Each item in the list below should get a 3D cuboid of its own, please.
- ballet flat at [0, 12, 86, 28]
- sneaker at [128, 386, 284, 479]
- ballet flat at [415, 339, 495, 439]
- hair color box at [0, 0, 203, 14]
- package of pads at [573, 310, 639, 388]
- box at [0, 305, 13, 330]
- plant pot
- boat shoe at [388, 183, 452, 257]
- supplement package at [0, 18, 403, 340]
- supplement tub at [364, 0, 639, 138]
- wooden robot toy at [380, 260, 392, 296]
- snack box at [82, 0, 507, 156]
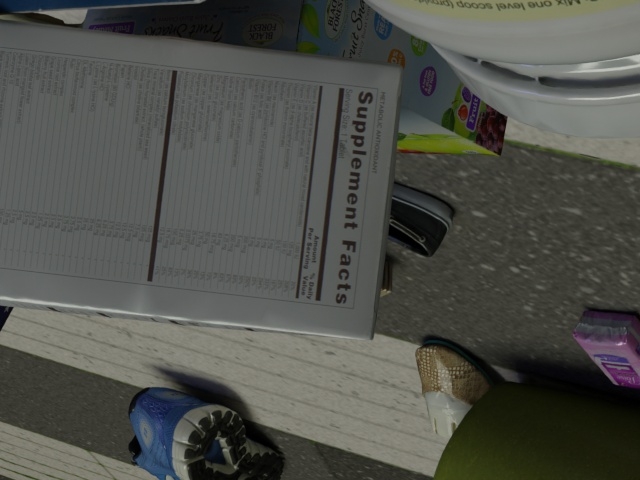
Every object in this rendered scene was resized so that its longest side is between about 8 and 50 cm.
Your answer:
[{"bbox_3d":[-0.129,-0.134,0.966,0.086,0.086,0.248,2,-171,42],"label":"ballet flat"},{"bbox_3d":[-0.151,0.269,1.905,0.147,0.130,0.330,29,158,28],"label":"sneaker"},{"bbox_3d":[0.143,0.171,1.440,0.073,0.067,0.206,4,150,39],"label":"ballet flat"},{"bbox_3d":[-0.144,-0.184,0.786,0.347,0.174,0.105,4,114,39],"label":"hair color box"},{"bbox_3d":[0.243,0.088,1.210,0.050,0.032,0.083,7,152,41],"label":"package of pads"},{"bbox_3d":[-0.377,0.040,1.478,0.108,0.207,0.153,18,156,15],"label":"box"},{"bbox_3d":[0.252,0.253,1.315,0.293,0.275,0.275,30,162,27],"label":"plant pot"},{"bbox_3d":[0.030,-0.027,1.155,0.142,0.040,0.049,18,157,13],"label":"boat shoe"},{"bbox_3d":[-0.085,-0.027,0.767,0.244,0.139,0.134,7,177,2],"label":"supplement package"},{"bbox_3d":[0.068,-0.205,0.483,0.235,0.235,0.325,8,152,33],"label":"supplement tub"},{"bbox_3d":[0.000,0.000,1.213,0.173,0.076,0.079,35,144,-25],"label":"wooden robot toy"},{"bbox_3d":[-0.011,-0.108,0.905,0.174,0.070,0.207,4,169,40],"label":"snack box"}]
